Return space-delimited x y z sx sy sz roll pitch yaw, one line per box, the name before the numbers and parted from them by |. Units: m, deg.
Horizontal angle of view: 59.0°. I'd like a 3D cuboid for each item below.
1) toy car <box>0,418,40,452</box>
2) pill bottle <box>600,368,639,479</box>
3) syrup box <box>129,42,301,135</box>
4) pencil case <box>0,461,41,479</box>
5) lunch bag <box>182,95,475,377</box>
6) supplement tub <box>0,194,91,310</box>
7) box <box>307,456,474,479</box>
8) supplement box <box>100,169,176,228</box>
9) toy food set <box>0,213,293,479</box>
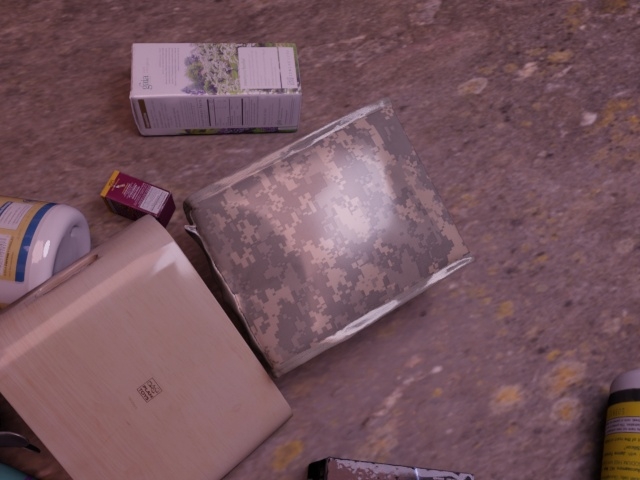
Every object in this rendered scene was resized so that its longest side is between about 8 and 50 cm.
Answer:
toy car | -0.387 0.174 0.607 0.188 0.155 0.149 28 62 -2
pill bottle | 0.407 0.328 0.623 0.187 0.188 0.334 19 68 1
syrup box | -0.150 -0.220 0.824 0.236 0.096 0.093 -4 67 -8
pencil case | -0.324 0.294 0.614 0.151 0.065 0.070 21 47 3
lunch bag | 0.000 0.000 0.698 0.286 0.169 0.235 -27 88 -18
supplement tub | -0.396 0.016 0.673 0.199 0.144 0.145 9 67 -4
box | 0.063 0.283 0.603 0.147 0.180 0.078 8 66 -4
supplement box | -0.246 -0.053 0.768 0.083 0.055 0.043 22 67 1
toy food set | -0.195 0.157 0.635 0.219 0.092 0.306 -37 103 -19
